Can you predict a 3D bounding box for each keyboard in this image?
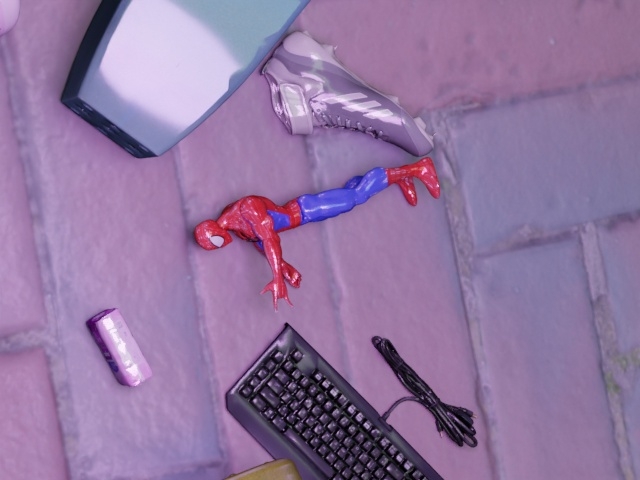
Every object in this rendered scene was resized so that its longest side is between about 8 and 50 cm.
[{"bbox_3d":[0.061,0.213,1.893,0.317,0.033,0.201,46,70,-14],"label":"keyboard"}]

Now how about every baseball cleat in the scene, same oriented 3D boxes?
[{"bbox_3d":[0.024,-0.139,1.889,0.206,0.072,0.109,38,78,0],"label":"baseball cleat"}]

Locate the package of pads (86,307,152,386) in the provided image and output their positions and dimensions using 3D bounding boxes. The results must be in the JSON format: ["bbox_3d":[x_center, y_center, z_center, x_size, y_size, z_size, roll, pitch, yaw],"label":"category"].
[{"bbox_3d":[-0.209,0.112,1.775,0.032,0.050,0.083,-30,98,-22],"label":"package of pads"}]

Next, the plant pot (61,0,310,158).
[{"bbox_3d":[-0.156,-0.209,1.774,0.165,0.165,0.234,37,81,-16],"label":"plant pot"}]

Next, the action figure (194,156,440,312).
[{"bbox_3d":[0.000,0.000,1.851,0.280,0.091,0.139,-11,85,-24],"label":"action figure"}]

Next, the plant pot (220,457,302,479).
[{"bbox_3d":[-0.069,0.415,1.671,0.366,0.366,0.353,-19,82,-23],"label":"plant pot"}]

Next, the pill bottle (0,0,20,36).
[{"bbox_3d":[-0.456,-0.212,1.637,0.301,0.169,0.169,-33,98,-22],"label":"pill bottle"}]
